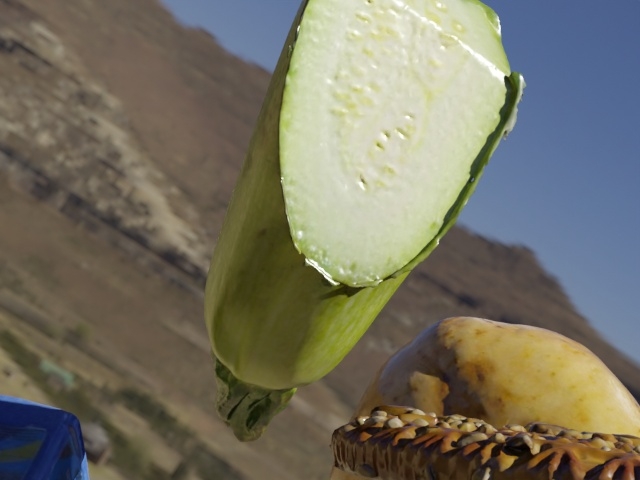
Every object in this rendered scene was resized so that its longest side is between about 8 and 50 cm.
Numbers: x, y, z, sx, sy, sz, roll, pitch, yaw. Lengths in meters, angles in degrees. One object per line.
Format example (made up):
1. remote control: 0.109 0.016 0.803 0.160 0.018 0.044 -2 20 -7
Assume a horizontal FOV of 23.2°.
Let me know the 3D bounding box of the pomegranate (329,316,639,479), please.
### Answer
1. pomegranate: 0.122 0.169 1.032 0.248 0.248 0.248 33 -1 1

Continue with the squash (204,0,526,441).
1. squash: 0.002 0.000 0.575 0.090 0.200 0.075 5 26 -40

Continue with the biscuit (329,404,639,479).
1. biscuit: 0.066 0.073 0.527 0.126 0.025 0.206 7 -5 -2

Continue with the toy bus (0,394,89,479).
1. toy bus: -0.219 0.099 0.663 0.237 0.079 0.094 5 29 10
